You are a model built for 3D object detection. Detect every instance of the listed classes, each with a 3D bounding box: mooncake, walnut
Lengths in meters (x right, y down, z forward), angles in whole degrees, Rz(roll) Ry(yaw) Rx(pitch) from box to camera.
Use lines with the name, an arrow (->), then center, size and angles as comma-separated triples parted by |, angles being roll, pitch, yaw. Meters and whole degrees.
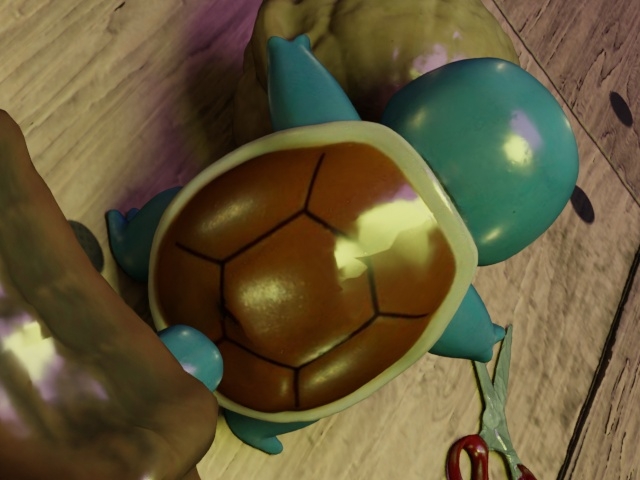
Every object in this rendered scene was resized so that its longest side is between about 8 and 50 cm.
mooncake -> -0.207, 0.081, 1.013 | 0.325, 0.334, 0.174 | 24, 25, 16
walnut -> 0.044, -0.110, 1.584 | 0.248, 0.248, 0.248 | 35, 39, -36

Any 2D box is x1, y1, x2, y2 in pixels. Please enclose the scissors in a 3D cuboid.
scissors -> 0.160, 0.157, 1.758 | 0.144, 0.017, 0.248 | 36, 38, -35

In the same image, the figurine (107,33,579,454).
figurine -> -0.015, 0.011, 1.400 | 0.416, 0.243, 0.298 | -34, 89, -16
